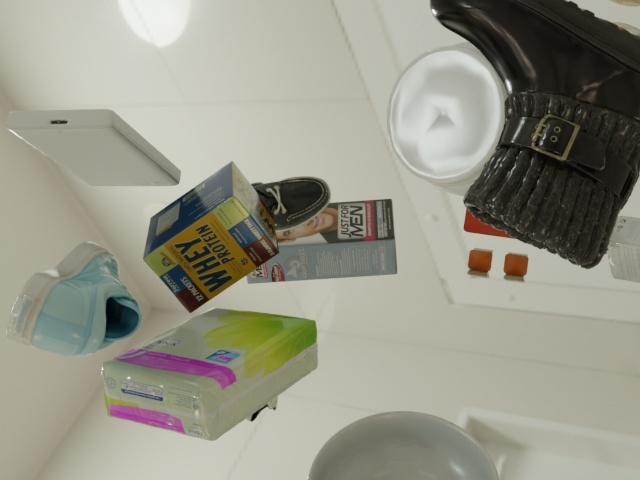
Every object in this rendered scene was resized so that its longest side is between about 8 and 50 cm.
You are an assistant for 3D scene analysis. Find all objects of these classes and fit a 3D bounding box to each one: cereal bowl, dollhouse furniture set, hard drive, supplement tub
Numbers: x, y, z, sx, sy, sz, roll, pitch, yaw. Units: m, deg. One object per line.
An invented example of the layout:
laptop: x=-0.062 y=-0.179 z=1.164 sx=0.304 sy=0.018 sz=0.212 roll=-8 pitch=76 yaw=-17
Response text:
cereal bowl: x=0.147 y=0.473 z=1.595 sx=0.339 sy=0.339 sz=0.141 roll=-50 pitch=-35 yaw=-42
dollhouse furniture set: x=0.430 y=-0.041 z=1.866 sx=0.135 sy=0.259 sz=0.261 roll=8 pitch=-90 yaw=-75
hard drive: x=-0.414 y=-0.168 z=1.685 sx=0.307 sy=0.203 sz=0.040 roll=50 pitch=-137 yaw=-70
supplement tub: x=0.275 y=-0.186 z=1.419 sx=0.325 sy=0.235 sz=0.235 roll=-3 pitch=-84 yaw=-52

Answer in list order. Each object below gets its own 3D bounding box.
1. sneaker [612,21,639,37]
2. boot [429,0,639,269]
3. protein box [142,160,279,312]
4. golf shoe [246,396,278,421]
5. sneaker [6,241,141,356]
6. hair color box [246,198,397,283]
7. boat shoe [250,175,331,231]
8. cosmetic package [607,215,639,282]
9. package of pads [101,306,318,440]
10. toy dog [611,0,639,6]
sneaker: x=0.514 y=-0.304 z=1.426 sx=0.057 sy=0.161 sz=0.075 roll=-45 pitch=-23 yaw=5
boot: x=0.224 y=-0.151 z=1.044 sx=0.260 sy=0.348 sz=0.131 roll=-60 pitch=-18 yaw=8
protein box: x=-0.198 y=-0.011 z=1.635 sx=0.136 sy=0.200 sz=0.201 roll=53 pitch=-172 yaw=-22
golf shoe: x=-0.163 y=0.327 z=1.809 sx=0.069 sy=0.176 sz=0.086 roll=31 pitch=-139 yaw=-55
sneaker: x=-0.336 y=0.102 z=1.339 sx=0.366 sy=0.150 sz=0.135 roll=-78 pitch=12 yaw=-78
hair color box: x=0.000 y=0.000 z=2.257 sx=0.185 sy=0.375 sz=0.113 roll=-88 pitch=-8 yaw=-55
boat shoe: x=-0.123 y=-0.067 z=1.896 sx=0.091 sy=0.303 sz=0.114 roll=86 pitch=163 yaw=-81
cosmetic package: x=0.700 y=0.030 z=1.793 sx=0.085 sy=0.231 sz=0.117 roll=-52 pitch=-46 yaw=-30
package of pads: x=-0.175 y=0.203 z=1.438 sx=0.296 sy=0.229 sz=0.101 roll=-25 pitch=-66 yaw=-52
toy dog: x=0.656 y=-0.500 z=1.616 sx=0.161 sy=0.333 sz=0.220 roll=12 pitch=-66 yaw=-20
